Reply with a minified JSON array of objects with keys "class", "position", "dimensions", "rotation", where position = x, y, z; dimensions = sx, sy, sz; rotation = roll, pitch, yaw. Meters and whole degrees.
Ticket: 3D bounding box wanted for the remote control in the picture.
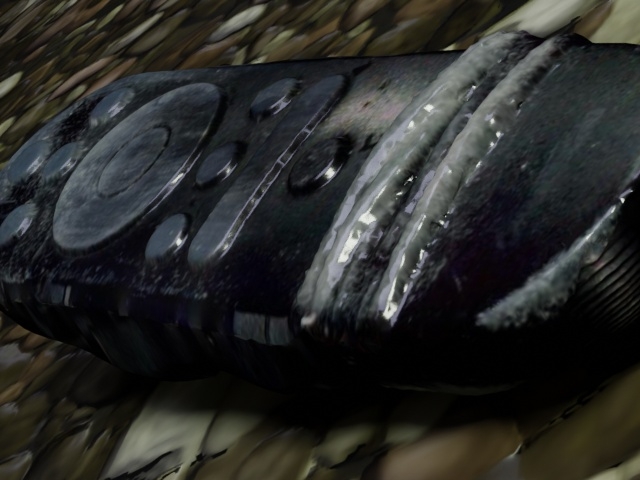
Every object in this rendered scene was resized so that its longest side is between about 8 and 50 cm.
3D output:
[{"class":"remote control","position":[0.000,0.000,0.455],"dimensions":[0.266,0.066,0.090],"rotation":[4,59,58]}]
